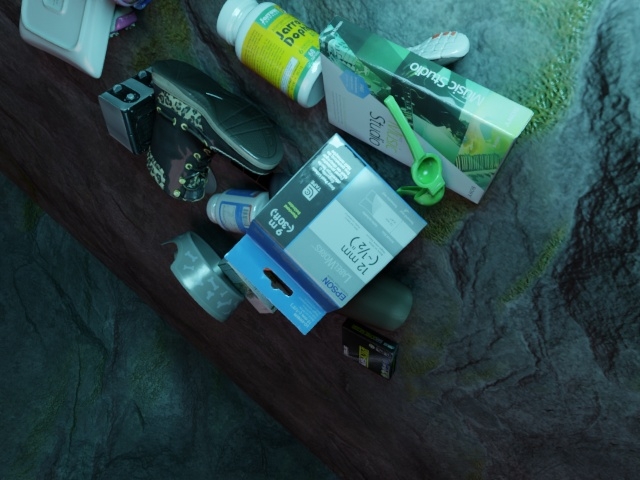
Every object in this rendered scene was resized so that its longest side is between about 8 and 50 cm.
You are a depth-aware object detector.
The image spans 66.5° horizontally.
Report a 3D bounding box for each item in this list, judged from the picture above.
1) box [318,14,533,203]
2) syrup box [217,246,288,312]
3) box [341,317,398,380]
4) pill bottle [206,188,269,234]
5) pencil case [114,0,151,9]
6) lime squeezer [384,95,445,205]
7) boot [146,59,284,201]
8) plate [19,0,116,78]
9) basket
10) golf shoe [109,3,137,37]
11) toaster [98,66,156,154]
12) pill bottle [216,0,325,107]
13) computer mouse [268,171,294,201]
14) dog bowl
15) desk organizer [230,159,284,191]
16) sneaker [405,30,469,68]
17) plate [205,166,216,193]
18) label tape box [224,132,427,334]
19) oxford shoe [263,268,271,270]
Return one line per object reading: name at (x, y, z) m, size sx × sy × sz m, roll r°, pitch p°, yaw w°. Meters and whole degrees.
box at (0.149, -0.198, 0.786) m, size 0.321 × 0.059 × 0.232 m, roll 31°, pitch 167°, yaw 14°
syrup box at (-0.227, 0.134, 1.652) m, size 0.237 × 0.096 × 0.093 m, roll 51°, pitch 150°, yaw -17°
box at (0.154, 0.349, 1.563) m, size 0.184 × 0.045 × 0.191 m, roll 24°, pitch 145°, yaw 22°
pill bottle at (-0.209, -0.079, 1.333) m, size 0.221 × 0.124 × 0.124 m, roll 11°, pitch 138°, yaw 41°
pencil case at (-0.443, -0.608, 0.873) m, size 0.386 × 0.160 × 0.167 m, roll 43°, pitch 171°, yaw -4°
lime squeezer at (0.166, -0.121, 0.820) m, size 0.110 × 0.058 × 0.310 m, roll 63°, pitch -178°, yaw 23°
boot at (-0.268, -0.208, 1.147) m, size 0.377 × 0.138 × 0.284 m, roll 38°, pitch 131°, yaw 12°
plate at (-0.559, -0.534, 1.062) m, size 0.277 × 0.045 × 0.278 m, roll 29°, pitch 111°, yaw 19°
basket at (0.096, 0.122, 1.180) m, size 0.226 × 0.154 × 0.204 m, roll 27°, pitch -174°, yaw -20°
golf shoe at (-0.547, -0.544, 1.124) m, size 0.306 × 0.115 × 0.140 m, roll 18°, pitch 139°, yaw 31°
toaster at (-0.448, -0.325, 1.242) m, size 0.110 × 0.168 × 0.186 m, roll 35°, pitch 149°, yaw 16°
pill bottle at (-0.074, -0.338, 0.858) m, size 0.208 × 0.118 × 0.118 m, roll 37°, pitch 149°, yaw 6°
computer mouse at (-0.033, -0.050, 1.193) m, size 0.272 × 0.072 × 0.188 m, roll 47°, pitch 150°, yaw -25°
dog bowl at (-0.390, 0.113, 1.670) m, size 0.349 × 0.102 × 0.349 m, roll 51°, pitch 178°, yaw 2°
desk organizer at (-0.159, -0.183, 1.215) m, size 0.130 × 0.050 × 0.047 m, roll 36°, pitch 149°, yaw 7°
sneaker at (0.169, -0.268, 0.748) m, size 0.065 × 0.061 × 0.157 m, roll 48°, pitch 160°, yaw -29°
plate at (-0.390, -0.209, 1.463) m, size 0.188 × 0.024 × 0.188 m, roll 29°, pitch 148°, yaw 20°
label tape box at (0.000, 0.000, 0.984) m, size 0.249 × 0.348 × 0.115 m, roll 45°, pitch -176°, yaw -1°
oxford shoe at (-0.122, 0.039, 1.444) m, size 0.271 × 0.097 × 0.099 m, roll 17°, pitch 123°, yaw 27°
